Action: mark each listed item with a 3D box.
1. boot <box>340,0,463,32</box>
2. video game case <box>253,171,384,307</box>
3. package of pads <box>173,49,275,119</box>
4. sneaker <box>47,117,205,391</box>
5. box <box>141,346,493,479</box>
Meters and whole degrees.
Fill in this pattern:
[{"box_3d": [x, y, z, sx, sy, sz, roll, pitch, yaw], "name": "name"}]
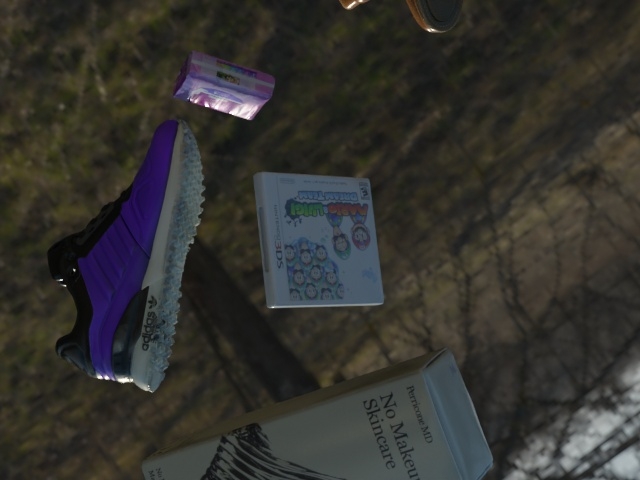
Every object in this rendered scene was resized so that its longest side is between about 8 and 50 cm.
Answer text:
[{"box_3d": [0.071, -0.282, 1.390, 0.073, 0.197, 0.152, 2, 157, -37], "name": "boot"}, {"box_3d": [0.000, 0.000, 1.403, 0.157, 0.143, 0.019, 1, 168, -41], "name": "video game case"}, {"box_3d": [-0.088, -0.140, 1.188, 0.083, 0.032, 0.050, 15, 152, -20], "name": "package of pads"}, {"box_3d": [-0.215, 0.004, 1.382, 0.102, 0.146, 0.293, 65, 35, -75], "name": "sneaker"}, {"box_3d": [-0.005, 0.188, 1.105, 0.275, 0.113, 0.094, -22, 178, 22], "name": "box"}]
